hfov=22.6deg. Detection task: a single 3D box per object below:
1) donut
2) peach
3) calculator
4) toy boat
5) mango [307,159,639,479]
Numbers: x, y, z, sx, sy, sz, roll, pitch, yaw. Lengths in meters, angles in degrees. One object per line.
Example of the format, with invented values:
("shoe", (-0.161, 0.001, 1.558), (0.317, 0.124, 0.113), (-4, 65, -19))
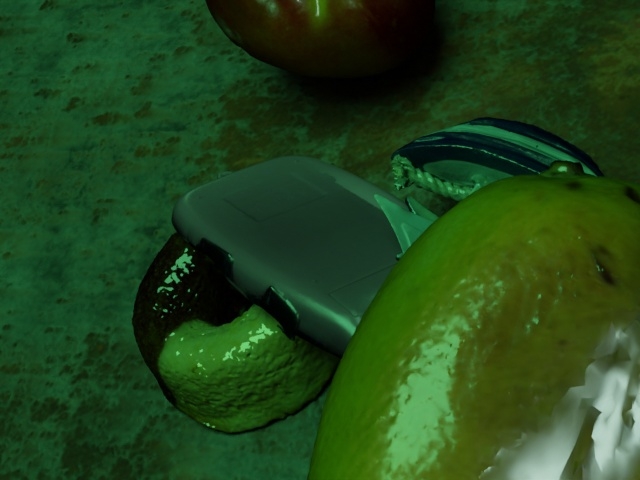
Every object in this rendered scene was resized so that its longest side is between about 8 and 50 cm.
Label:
("donut", (-0.093, 0.083, 1.424), (0.217, 0.085, 0.141), (25, 72, 38))
("peach", (0.002, -0.254, 1.530), (0.243, 0.243, 0.199), (26, 91, 40))
("calculator", (0.000, -0.001, 1.400), (0.194, 0.043, 0.294), (-23, 42, -32))
("toy boat", (0.114, -0.006, 1.324), (0.291, 0.070, 0.210), (-30, 52, -24))
("mango", (0.137, 0.158, 1.108), (0.220, 0.301, 0.445), (-2, 60, 63))
